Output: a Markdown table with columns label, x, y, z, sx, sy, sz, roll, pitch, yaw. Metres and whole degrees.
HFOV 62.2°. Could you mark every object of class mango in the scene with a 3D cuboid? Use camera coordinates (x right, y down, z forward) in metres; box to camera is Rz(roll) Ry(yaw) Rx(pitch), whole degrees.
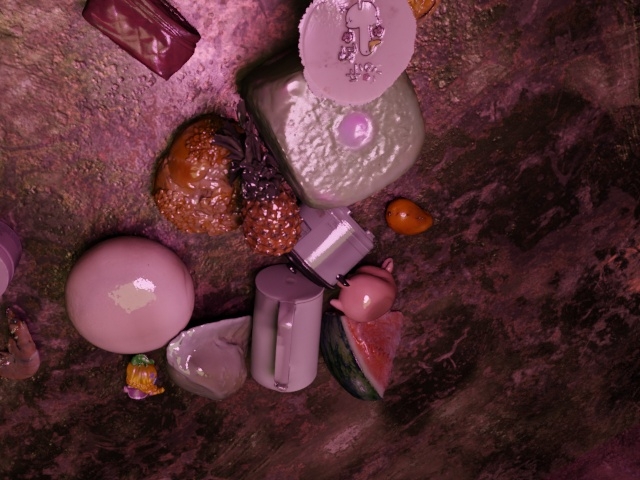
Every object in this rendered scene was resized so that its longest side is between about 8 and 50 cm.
| label | x | y | z | sx | sy | sz | roll | pitch | yaw |
| --- | --- | --- | --- | --- | --- | --- | --- | --- | --- |
| mango | 0.258 | -0.059 | 1.537 | 0.159 | 0.084 | 0.105 | 24 | 114 | -25 |

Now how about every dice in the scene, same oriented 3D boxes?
| label | x | y | z | sx | sy | sz | roll | pitch | yaw |
| --- | --- | --- | --- | --- | --- | --- | --- | --- | --- |
| dice | 0.022 | -0.283 | 1.213 | 0.318 | 0.330 | 0.322 | -30 | 120 | -4 |

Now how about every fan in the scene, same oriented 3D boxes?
| label | x | y | z | sx | sy | sz | roll | pitch | yaw |
| --- | --- | --- | --- | --- | --- | --- | --- | --- | --- |
| fan | 0.070 | -0.437 | 0.934 | 0.233 | 0.012 | 0.415 | -11 | 126 | -15 |

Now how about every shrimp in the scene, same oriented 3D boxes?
| label | x | y | z | sx | sy | sz | roll | pitch | yaw |
| --- | --- | --- | --- | --- | --- | --- | --- | --- | --- |
| shrimp | -0.842 | 0.274 | 1.421 | 0.145 | 0.059 | 0.254 | -4 | 123 | -3 |

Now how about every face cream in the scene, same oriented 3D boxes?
| label | x | y | z | sx | sy | sz | roll | pitch | yaw |
| --- | --- | --- | --- | --- | --- | --- | --- | --- | --- |
| face cream | -0.816 | 0.046 | 1.250 | 0.177 | 0.153 | 0.177 | -8 | 119 | -14 |

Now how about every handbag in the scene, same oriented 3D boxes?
| label | x | y | z | sx | sy | sz | roll | pitch | yaw |
| --- | --- | --- | --- | --- | --- | --- | --- | --- | --- |
| handbag | -0.366 | -0.458 | 1.112 | 0.225 | 0.146 | 0.135 | 37 | 106 | -26 |

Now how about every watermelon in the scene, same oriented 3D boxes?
| label | x | y | z | sx | sy | sz | roll | pitch | yaw |
| --- | --- | --- | --- | --- | --- | --- | --- | --- | --- |
| watermelon | 0.113 | 0.332 | 1.692 | 0.250 | 0.292 | 0.283 | -15 | 99 | 37 |

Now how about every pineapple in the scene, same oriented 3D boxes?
| label | x | y | z | sx | sy | sz | roll | pitch | yaw |
| --- | --- | --- | --- | --- | --- | --- | --- | --- | --- |
| pineapple | -0.144 | -0.135 | 1.183 | 0.165 | 0.165 | 0.364 | -20 | 127 | -5 |

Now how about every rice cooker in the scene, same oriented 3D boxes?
| label | x | y | z | sx | sy | sz | roll | pitch | yaw |
| --- | --- | --- | --- | --- | --- | --- | --- | --- | --- |
| rice cooker | 0.000 | 0.000 | 1.408 | 0.227 | 0.241 | 0.280 | -44 | 75 | 4 |

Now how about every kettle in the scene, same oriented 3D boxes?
| label | x | y | z | sx | sy | sz | roll | pitch | yaw |
| --- | --- | --- | --- | --- | --- | --- | --- | --- | --- |
| kettle | -0.109 | 0.259 | 1.503 | 0.265 | 0.205 | 0.318 | -33 | 137 | -52 |

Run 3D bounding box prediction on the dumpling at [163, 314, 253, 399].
| label | x | y | z | sx | sy | sz | roll | pitch | yaw |
| --- | --- | --- | --- | --- | --- | --- | --- | --- | --- |
| dumpling | -0.299 | 0.353 | 1.512 | 0.270 | 0.320 | 0.212 | -13 | 79 | -18 |

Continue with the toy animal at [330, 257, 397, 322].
| label | x | y | z | sx | sy | sz | roll | pitch | yaw |
| --- | --- | --- | --- | --- | --- | --- | --- | --- | --- |
| toy animal | 0.143 | 0.149 | 1.537 | 0.154 | 0.250 | 0.166 | 26 | 109 | 18 |

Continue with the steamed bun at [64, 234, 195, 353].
| label | x | y | z | sx | sy | sz | roll | pitch | yaw |
| --- | --- | --- | --- | --- | --- | --- | --- | --- | --- |
| steamed bun | -0.487 | 0.148 | 1.366 | 0.324 | 0.206 | 0.324 | -7 | 120 | -13 |

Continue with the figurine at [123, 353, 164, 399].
| label | x | y | z | sx | sy | sz | roll | pitch | yaw |
| --- | --- | --- | --- | --- | --- | --- | --- | --- | --- |
| figurine | -0.509 | 0.396 | 1.553 | 0.115 | 0.095 | 0.156 | 13 | 117 | -9 |

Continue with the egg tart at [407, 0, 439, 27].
| label | x | y | z | sx | sy | sz | roll | pitch | yaw |
| --- | --- | --- | --- | --- | --- | --- | --- | --- | --- |
| egg tart | 0.165 | -0.617 | 1.201 | 0.291 | 0.107 | 0.291 | -14 | 128 | -18 |

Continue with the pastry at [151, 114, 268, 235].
| label | x | y | z | sx | sy | sz | roll | pitch | yaw |
| --- | --- | --- | --- | --- | --- | --- | --- | --- | --- |
| pastry | -0.269 | -0.144 | 1.300 | 0.255 | 0.162 | 0.311 | 25 | 107 | -23 |
